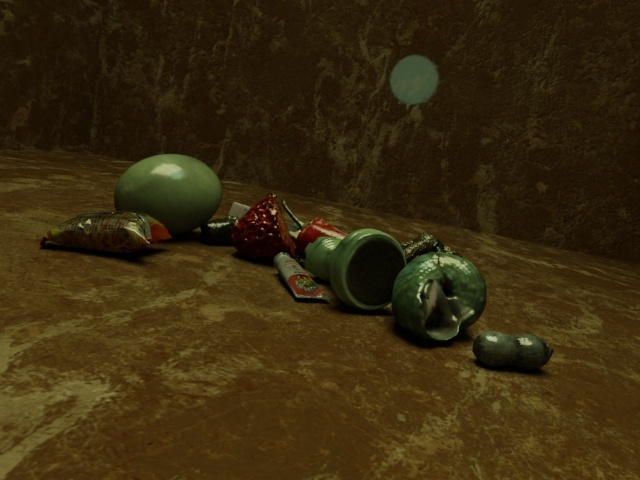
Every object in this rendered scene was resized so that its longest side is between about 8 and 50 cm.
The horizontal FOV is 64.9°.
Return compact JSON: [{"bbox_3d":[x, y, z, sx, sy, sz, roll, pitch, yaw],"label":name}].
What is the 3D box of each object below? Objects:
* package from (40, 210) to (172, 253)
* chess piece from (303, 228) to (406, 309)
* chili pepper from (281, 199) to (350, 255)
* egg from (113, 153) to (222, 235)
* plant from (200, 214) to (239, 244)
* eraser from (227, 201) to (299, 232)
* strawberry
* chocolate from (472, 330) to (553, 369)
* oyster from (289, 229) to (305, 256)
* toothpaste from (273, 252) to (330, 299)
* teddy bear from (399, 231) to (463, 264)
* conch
[{"bbox_3d":[-0.545,-0.029,1.318,0.288,0.108,0.223,7,9,-4],"label":"package"},{"bbox_3d":[0.066,0.059,1.296,0.195,0.194,0.299,6,3,-25],"label":"chess piece"},{"bbox_3d":[-0.002,0.003,1.530,0.339,0.131,0.134,23,17,8],"label":"chili pepper"},{"bbox_3d":[-0.468,-0.142,1.576,0.259,0.258,0.352,17,15,32],"label":"egg"},{"bbox_3d":[-0.309,-0.031,1.614,0.095,0.091,0.143,11,16,44],"label":"plant"},{"bbox_3d":[-0.214,-0.062,1.851,0.130,0.086,0.287,19,2,-42],"label":"eraser"},{"bbox_3d":[-0.173,-0.010,1.520,0.178,0.233,0.234,-21,10,3],"label":"strawberry"},{"bbox_3d":[0.384,0.220,1.007,0.167,0.072,0.072,6,11,-14],"label":"chocolate"},{"bbox_3d":[-0.012,0.010,1.705,0.223,0.083,0.214,19,12,40],"label":"oyster"},{"bbox_3d":[-0.060,0.099,1.284,0.089,0.057,0.234,7,19,-27],"label":"toothpaste"},{"bbox_3d":[0.386,0.037,1.828,0.252,0.129,0.182,8,13,-10],"label":"teddy bear"},{"bbox_3d":[0.273,0.130,1.138,0.196,0.220,0.277,-28,-34,22],"label":"conch"}]
